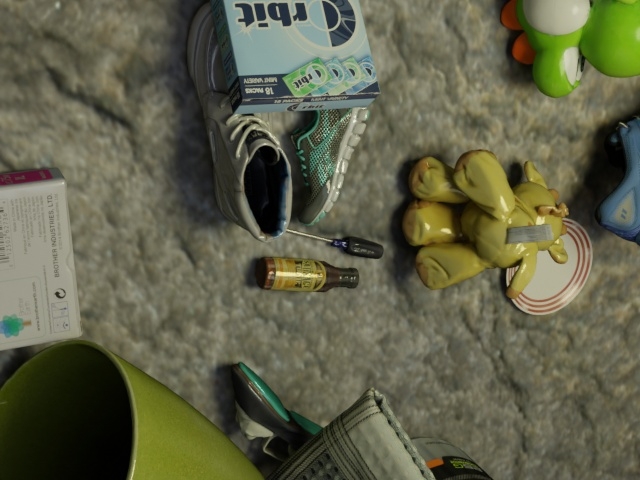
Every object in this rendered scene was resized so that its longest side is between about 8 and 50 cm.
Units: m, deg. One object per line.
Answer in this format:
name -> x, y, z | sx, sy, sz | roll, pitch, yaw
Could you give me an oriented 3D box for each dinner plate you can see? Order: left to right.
dinner plate -> 0.311, 0.034, 1.428 | 0.141, 0.017, 0.141 | -8, 112, -21

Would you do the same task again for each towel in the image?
towel -> 0.051, 0.387, 1.223 | 0.056, 0.324, 0.312 | -9, 150, -52

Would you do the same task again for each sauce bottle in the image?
sauce bottle -> -0.014, 0.042, 1.270 | 0.128, 0.042, 0.042 | 2, 107, -26

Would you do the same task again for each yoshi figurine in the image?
yoshi figurine -> 0.338, -0.341, 1.209 | 0.204, 0.203, 0.362 | -11, 116, -28

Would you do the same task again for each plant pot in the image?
plant pot -> -0.198, 0.287, 1.169 | 0.293, 0.275, 0.274 | 32, 93, -45

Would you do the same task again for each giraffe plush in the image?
giraffe plush -> 0.229, -0.028, 1.299 | 0.170, 0.210, 0.181 | -14, 113, -51

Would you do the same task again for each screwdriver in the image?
screwdriver -> 0.000, 0.000, 1.277 | 0.170, 0.024, 0.025 | 10, 133, -20

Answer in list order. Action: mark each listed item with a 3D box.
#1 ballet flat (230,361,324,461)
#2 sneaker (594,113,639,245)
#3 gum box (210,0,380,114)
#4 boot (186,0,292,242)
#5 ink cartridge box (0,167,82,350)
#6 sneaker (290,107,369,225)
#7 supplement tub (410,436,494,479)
ballet flat -> -0.058, 0.231, 1.303 | 0.074, 0.074, 0.203 | -47, 123, -2
sneaker -> 0.451, -0.144, 1.359 | 0.330, 0.147, 0.130 | -61, 149, -18
gum box -> -0.032, -0.229, 1.107 | 0.157, 0.041, 0.184 | -7, 75, -24
boot -> -0.076, -0.127, 1.132 | 0.095, 0.123, 0.258 | -17, 114, -18
ink cartridge box -> -0.413, 0.035, 1.074 | 0.311, 0.065, 0.185 | -10, 114, -23
sneaker -> -0.004, -0.100, 1.221 | 0.076, 0.065, 0.166 | 18, 97, -12
supplement tub -> 0.186, 0.403, 1.332 | 0.194, 0.316, 0.193 | -8, 111, -22
